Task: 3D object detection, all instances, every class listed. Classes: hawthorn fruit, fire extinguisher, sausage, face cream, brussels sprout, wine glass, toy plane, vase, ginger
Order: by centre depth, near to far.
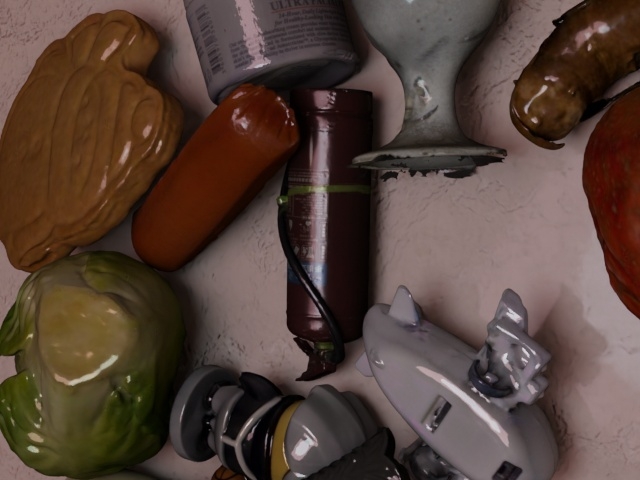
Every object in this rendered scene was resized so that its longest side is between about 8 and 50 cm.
[{"bbox_3d":[0.363,-0.034,1.116,0.258,0.258,0.262,29,118,26],"label":"hawthorn fruit"},{"bbox_3d":[0.325,-0.200,1.212,0.309,0.107,0.133,-26,64,23],"label":"ginger"},{"bbox_3d":[-0.023,0.283,1.274,0.237,0.115,0.116,-20,80,5],"label":"vase"},{"bbox_3d":[0.111,-0.243,1.287,0.190,0.190,0.357,-2,92,29],"label":"wine glass"},{"bbox_3d":[0.145,0.161,1.305,0.266,0.122,0.267,16,115,38],"label":"toy plane"},{"bbox_3d":[-0.058,-0.244,1.384,0.177,0.177,0.153,-20,83,28],"label":"face cream"},{"bbox_3d":[0.000,0.000,1.402,0.141,0.105,0.342,-168,80,-68],"label":"fire extinguisher"},{"bbox_3d":[-0.132,-0.061,1.415,0.097,0.094,0.348,44,140,-2],"label":"sausage"},{"bbox_3d":[-0.274,0.147,1.469,0.227,0.294,0.260,-3,69,-7],"label":"brussels sprout"}]

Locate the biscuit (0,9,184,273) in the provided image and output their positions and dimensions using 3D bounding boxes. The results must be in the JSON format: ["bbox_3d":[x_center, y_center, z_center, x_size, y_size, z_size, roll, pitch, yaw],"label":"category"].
[{"bbox_3d":[-0.305,-0.133,1.530,0.351,0.057,0.312,-25,59,37],"label":"biscuit"}]

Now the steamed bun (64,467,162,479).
[{"bbox_3d":[-0.259,0.411,1.514,0.200,0.154,0.250,18,102,28],"label":"steamed bun"}]

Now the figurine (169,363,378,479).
[{"bbox_3d":[-0.049,0.240,1.410,0.236,0.133,0.176,11,106,32],"label":"figurine"}]
